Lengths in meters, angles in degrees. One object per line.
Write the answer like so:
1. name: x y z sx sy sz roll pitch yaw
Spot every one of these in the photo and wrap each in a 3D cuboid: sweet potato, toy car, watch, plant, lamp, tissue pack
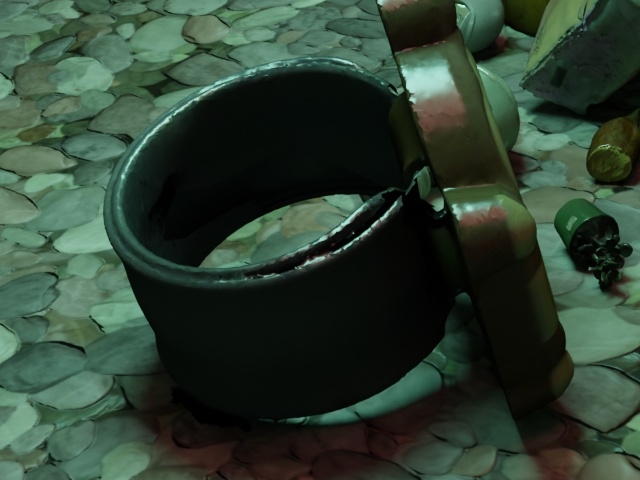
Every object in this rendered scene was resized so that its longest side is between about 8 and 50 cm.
1. sweet potato: 0.293 -0.100 1.683 0.049 0.049 0.117 9 37 24
2. toy car: 0.155 -0.259 1.945 0.112 0.112 0.139 32 36 27
3. watch: 0.000 0.000 1.386 0.327 0.314 0.335 -17 41 5
4. plant: 0.243 0.004 1.515 0.051 0.051 0.102 -13 35 -12
5. lamp: 0.116 -0.096 1.670 0.106 0.106 0.193 18 47 36
6. tissue pack: 0.328 -0.267 1.779 0.123 0.215 0.256 32 55 -6

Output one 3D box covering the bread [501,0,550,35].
1. bread: 0.309 -0.310 2.024 0.236 0.070 0.236 -5 30 3
